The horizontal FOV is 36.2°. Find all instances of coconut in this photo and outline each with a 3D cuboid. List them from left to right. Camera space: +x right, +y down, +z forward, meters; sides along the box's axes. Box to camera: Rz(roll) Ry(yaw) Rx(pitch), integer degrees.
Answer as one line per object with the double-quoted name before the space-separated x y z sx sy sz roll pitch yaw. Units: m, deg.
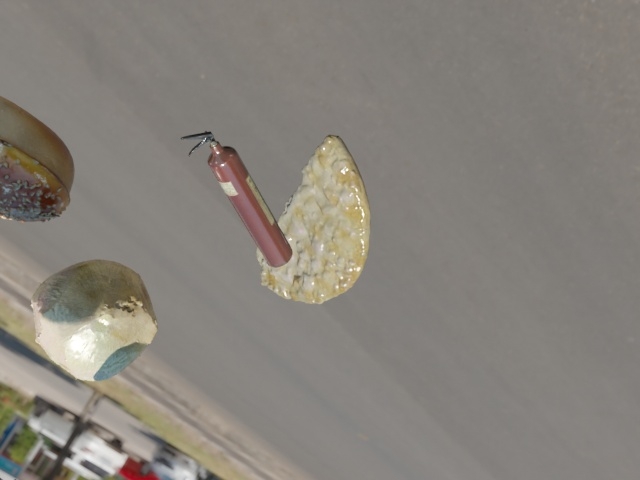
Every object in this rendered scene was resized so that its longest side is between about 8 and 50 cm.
"coconut" -0.335 0.115 1.453 0.194 0.194 0.194 28 163 9

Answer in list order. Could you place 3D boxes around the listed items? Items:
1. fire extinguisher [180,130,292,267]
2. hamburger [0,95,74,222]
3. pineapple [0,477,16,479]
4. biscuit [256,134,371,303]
"fire extinguisher" -0.072 -0.047 0.923 0.035 0.049 0.173 -5 134 26
"hamburger" -0.467 -0.113 1.443 0.236 0.147 0.237 28 158 13
"pineapple" -0.379 0.224 0.887 0.251 0.125 0.125 17 159 28
"biscuit" 0.001 -0.001 1.256 0.141 0.038 0.290 49 138 13
